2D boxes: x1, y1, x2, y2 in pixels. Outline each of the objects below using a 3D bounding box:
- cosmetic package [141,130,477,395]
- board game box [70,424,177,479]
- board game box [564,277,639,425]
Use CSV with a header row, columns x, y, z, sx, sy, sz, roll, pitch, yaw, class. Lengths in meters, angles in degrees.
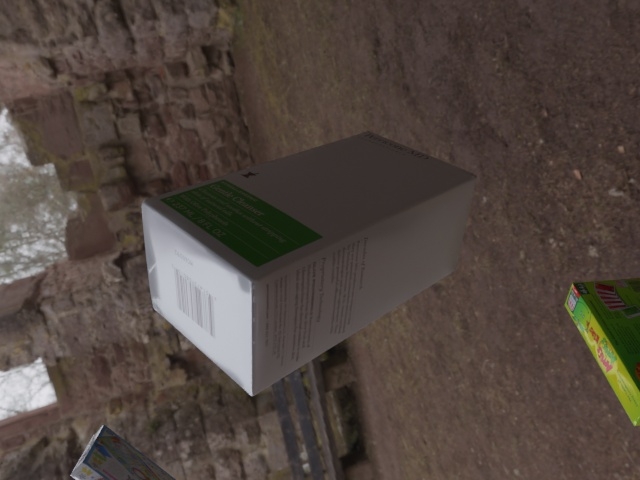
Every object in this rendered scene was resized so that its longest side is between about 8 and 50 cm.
x,y,z,sx,sy,sz,roll,pitch,yaw,class
0.000,0.000,0.699,0.197,0.365,0.155,29,130,35,cosmetic package
-0.270,0.341,0.823,0.154,0.026,0.103,43,-176,-10,board game box
0.370,0.122,0.674,0.181,0.092,0.043,-98,5,-51,board game box
